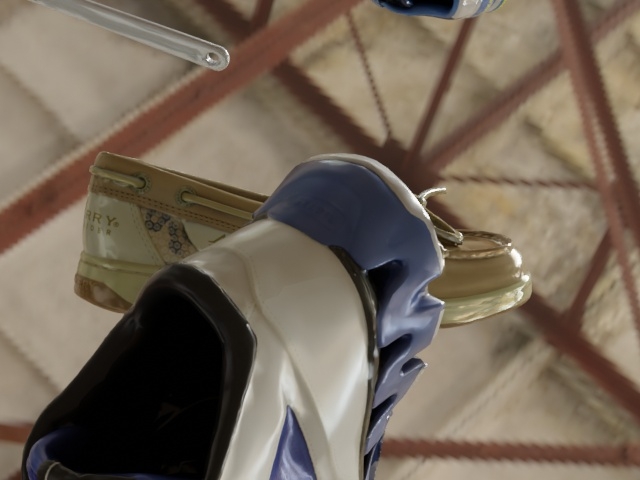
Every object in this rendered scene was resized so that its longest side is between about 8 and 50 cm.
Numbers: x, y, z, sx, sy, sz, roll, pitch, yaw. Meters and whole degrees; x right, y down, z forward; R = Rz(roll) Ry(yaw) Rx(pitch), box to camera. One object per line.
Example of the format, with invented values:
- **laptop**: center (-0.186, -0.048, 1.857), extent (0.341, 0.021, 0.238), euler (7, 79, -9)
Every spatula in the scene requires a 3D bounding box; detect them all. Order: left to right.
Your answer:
- **spatula**: center (-0.158, -0.200, 1.212), extent (0.242, 0.168, 0.019), euler (20, -145, 4)

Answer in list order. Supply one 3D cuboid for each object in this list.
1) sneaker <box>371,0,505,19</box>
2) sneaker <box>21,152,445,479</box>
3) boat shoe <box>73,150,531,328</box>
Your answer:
- **sneaker**: center (0.045, -0.174, 1.228), extent (0.144, 0.053, 0.059), euler (18, -150, 23)
- **sneaker**: center (-0.051, 0.125, 0.890), extent (0.127, 0.316, 0.182), euler (22, -150, 37)
- **boat shoe**: center (0.000, 0.000, 1.133), extent (0.285, 0.089, 0.104), euler (1, -172, -29)
